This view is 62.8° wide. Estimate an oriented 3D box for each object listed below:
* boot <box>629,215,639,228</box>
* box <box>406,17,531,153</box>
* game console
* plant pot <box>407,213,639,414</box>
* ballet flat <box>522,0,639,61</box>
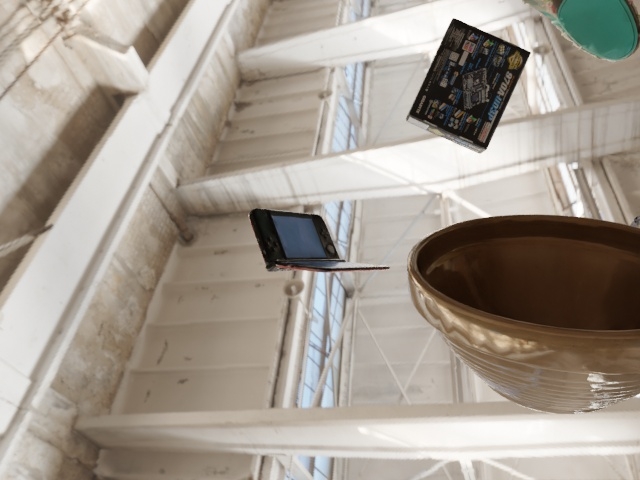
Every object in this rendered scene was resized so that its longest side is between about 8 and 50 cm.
[{"bbox_3d":[0.523,-0.035,0.813,0.082,0.219,0.106,-11,-161,-15],"label":"boot"},{"bbox_3d":[0.299,-0.314,1.070,0.175,0.051,0.220,24,-89,1],"label":"box"},{"bbox_3d":[0.000,0.000,0.663,0.085,0.144,0.124,-34,-112,33],"label":"game console"},{"bbox_3d":[0.192,0.064,0.441,0.237,0.110,0.237,-3,-159,1],"label":"plant pot"},{"bbox_3d":[0.313,-0.327,0.673,0.241,0.091,0.077,37,-135,-3],"label":"ballet flat"}]
